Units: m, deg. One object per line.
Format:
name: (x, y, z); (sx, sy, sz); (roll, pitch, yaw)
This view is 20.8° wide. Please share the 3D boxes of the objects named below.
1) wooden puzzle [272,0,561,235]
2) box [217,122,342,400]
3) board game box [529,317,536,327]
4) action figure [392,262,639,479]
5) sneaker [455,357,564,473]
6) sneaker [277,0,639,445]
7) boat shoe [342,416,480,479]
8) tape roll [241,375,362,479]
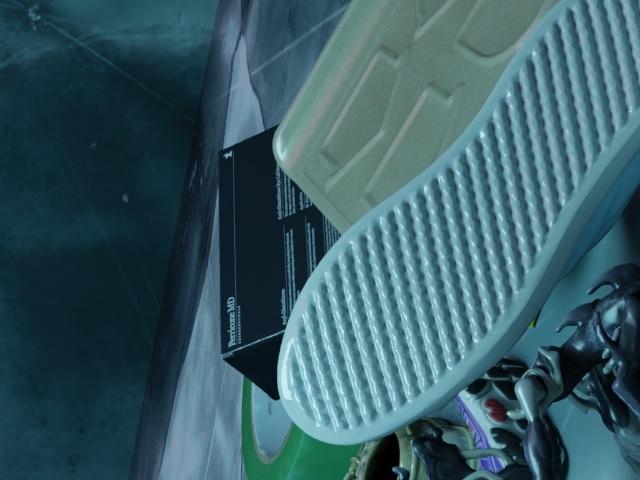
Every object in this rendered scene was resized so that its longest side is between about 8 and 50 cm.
wooden puzzle: (0.115, -0.133, 1.404); (0.322, 0.080, 0.348); (-60, 29, 9)
box: (0.000, 0.000, 1.702); (0.184, 0.103, 0.261); (-21, 48, 22)
board game box: (0.154, -0.035, 1.418); (0.170, 0.048, 0.141); (-105, 28, -56)
action figure: (0.179, 0.107, 1.074); (0.276, 0.141, 0.164); (-40, -3, 11)
sneaker: (0.135, 0.149, 1.356); (0.170, 0.068, 0.071); (-106, 22, -56)
sneaker: (0.125, 0.001, 1.177); (0.366, 0.135, 0.150); (-47, -24, 0)
boat shoe: (0.070, 0.198, 1.518); (0.285, 0.089, 0.104); (142, 134, -69)
tape roll: (-0.010, 0.127, 1.885); (0.321, 0.077, 0.321); (-172, 90, -76)
